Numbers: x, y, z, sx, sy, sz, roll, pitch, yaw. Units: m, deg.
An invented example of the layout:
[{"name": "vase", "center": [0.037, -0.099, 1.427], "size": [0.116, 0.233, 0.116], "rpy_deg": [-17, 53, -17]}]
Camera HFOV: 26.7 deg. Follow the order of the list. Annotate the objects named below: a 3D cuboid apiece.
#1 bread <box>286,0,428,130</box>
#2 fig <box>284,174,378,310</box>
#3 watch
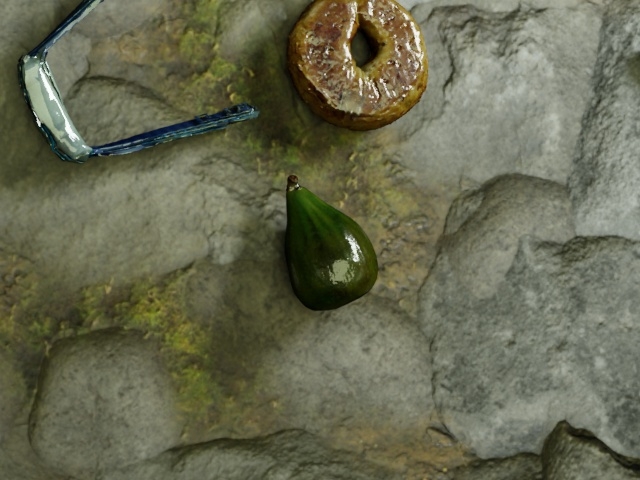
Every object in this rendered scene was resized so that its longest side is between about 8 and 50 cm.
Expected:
[{"name": "bread", "center": [0.048, -0.228, 1.727], "size": [0.193, 0.064, 0.193], "rpy_deg": [0, 88, -14]}, {"name": "fig", "center": [0.000, 0.000, 1.717], "size": [0.117, 0.117, 0.177], "rpy_deg": [-25, 84, -11]}, {"name": "watch", "center": [-0.240, -0.244, 1.648], "size": [0.274, 0.068, 0.276], "rpy_deg": [-18, 98, -12]}]
